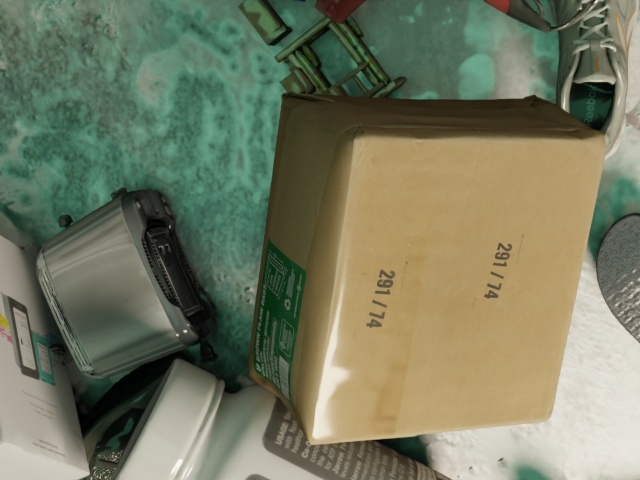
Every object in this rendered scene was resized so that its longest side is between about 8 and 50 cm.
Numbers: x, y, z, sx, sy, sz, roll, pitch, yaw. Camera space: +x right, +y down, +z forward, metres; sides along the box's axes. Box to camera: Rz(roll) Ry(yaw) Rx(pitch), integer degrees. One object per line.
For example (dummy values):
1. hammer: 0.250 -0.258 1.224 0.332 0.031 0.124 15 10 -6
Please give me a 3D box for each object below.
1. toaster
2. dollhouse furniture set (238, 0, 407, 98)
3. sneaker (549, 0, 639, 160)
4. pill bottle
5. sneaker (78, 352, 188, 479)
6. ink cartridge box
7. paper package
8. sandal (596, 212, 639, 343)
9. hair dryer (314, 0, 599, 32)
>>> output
1. toaster: -0.221 0.061 1.560 0.146 0.129 0.227 -24 91 14
2. dollhouse furniture set: -0.004 -0.215 1.478 0.101 0.161 0.182 -37 91 10
3. sneaker: 0.295 -0.209 1.454 0.099 0.121 0.262 -2 96 8
4. pill bottle: -0.035 0.283 1.488 0.361 0.204 0.204 28 100 -6
5. sneaker: -0.216 0.241 1.604 0.227 0.087 0.130 -47 110 -6
6. ink cartridge box: -0.408 0.149 1.515 0.198 0.197 0.270 -21 66 10
7. paper package: 0.102 0.020 1.397 0.310 0.168 0.324 -1 110 -25
8. sandal: 0.384 0.084 1.514 0.097 0.054 0.254 -28 101 18
9. hair dryer: 0.127 -0.297 1.403 0.294 0.080 0.223 -16 95 14
